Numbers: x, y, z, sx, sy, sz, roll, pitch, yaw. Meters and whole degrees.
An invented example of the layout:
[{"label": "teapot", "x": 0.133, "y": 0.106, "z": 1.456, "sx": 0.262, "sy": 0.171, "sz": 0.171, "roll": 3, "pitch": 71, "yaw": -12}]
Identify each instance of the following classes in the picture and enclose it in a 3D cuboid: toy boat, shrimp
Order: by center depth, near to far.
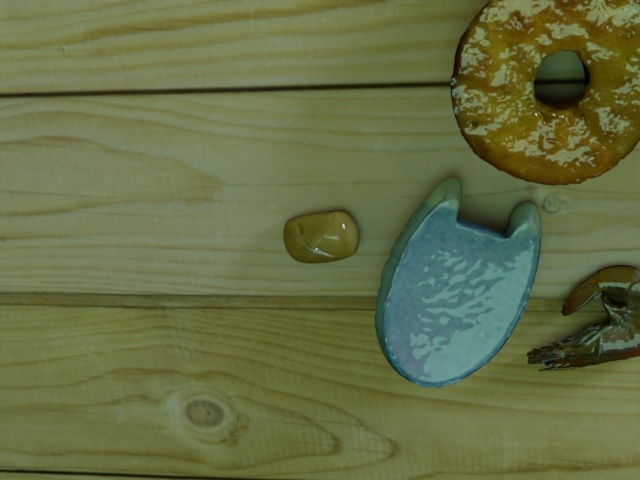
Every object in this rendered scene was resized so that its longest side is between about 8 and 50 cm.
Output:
[{"label": "toy boat", "x": 0.198, "y": 0.063, "z": 2.049, "sx": 0.215, "sy": 0.123, "sz": 0.329, "roll": 14, "pitch": 111, "yaw": -6}, {"label": "shrimp", "x": 0.417, "y": 0.127, "z": 2.052, "sx": 0.249, "sy": 0.068, "sz": 0.150, "roll": -32, "pitch": 96, "yaw": 22}]

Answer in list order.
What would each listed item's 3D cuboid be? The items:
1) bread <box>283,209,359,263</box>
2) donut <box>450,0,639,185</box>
[{"label": "bread", "x": 0.000, "y": 0.000, "z": 2.068, "sx": 0.115, "sy": 0.056, "sz": 0.082, "roll": -6, "pitch": 118, "yaw": 16}, {"label": "donut", "x": 0.320, "y": -0.227, "z": 1.834, "sx": 0.303, "sy": 0.110, "sz": 0.302, "roll": 4, "pitch": 120, "yaw": 8}]
